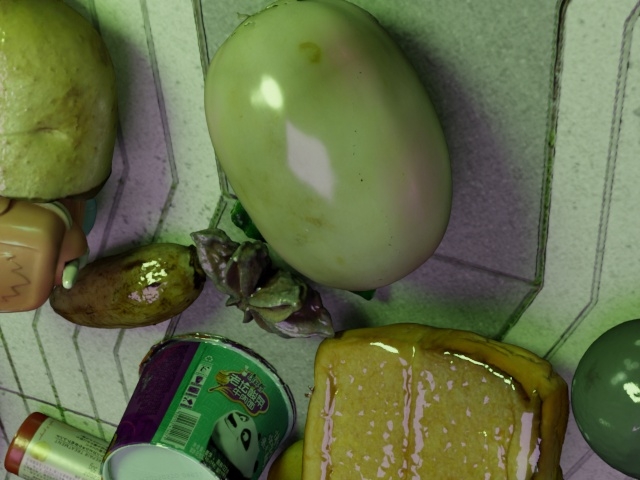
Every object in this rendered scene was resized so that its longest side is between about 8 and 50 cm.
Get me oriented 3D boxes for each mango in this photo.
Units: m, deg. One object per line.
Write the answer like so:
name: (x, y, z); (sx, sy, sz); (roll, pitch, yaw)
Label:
mango: (-0.005, 0.354, 1.290); (0.137, 0.098, 0.195); (34, 131, -12)

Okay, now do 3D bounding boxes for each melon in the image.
melon: (0.011, -0.098, 0.895); (0.223, 0.223, 0.317); (-20, 110, 29)

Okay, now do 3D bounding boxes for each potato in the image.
potato: (-0.346, -0.189, 0.962); (0.285, 0.242, 0.243); (35, 128, 12)

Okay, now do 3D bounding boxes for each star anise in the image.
star anise: (-0.064, 0.064, 1.084); (0.196, 0.073, 0.212); (30, 161, 14)

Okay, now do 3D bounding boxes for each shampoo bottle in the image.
shampoo bottle: (-0.358, 0.377, 1.415); (0.278, 0.104, 0.104); (24, 127, 1)

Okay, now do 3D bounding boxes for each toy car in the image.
toy car: (-0.384, -0.025, 1.069); (0.212, 0.270, 0.181); (11, 120, -16)

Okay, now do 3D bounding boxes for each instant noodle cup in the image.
instant noodle cup: (-0.180, 0.286, 1.239); (0.251, 0.190, 0.251); (9, 125, 13)

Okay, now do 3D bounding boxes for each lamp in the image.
lamp: (0.426, 0.213, 1.011); (0.314, 0.182, 0.182); (35, 128, -21)

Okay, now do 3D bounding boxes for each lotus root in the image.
lotus root: (-0.261, 0.070, 1.181); (0.258, 0.097, 0.110); (-16, 120, 31)

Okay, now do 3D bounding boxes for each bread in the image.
bread: (0.138, 0.266, 1.105); (0.328, 0.148, 0.337); (8, 101, 30)

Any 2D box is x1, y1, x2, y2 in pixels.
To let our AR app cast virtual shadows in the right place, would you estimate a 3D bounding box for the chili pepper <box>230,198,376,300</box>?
chili pepper: (-0.001, 0.001, 1.067); (0.224, 0.061, 0.098); (28, 127, 0)
